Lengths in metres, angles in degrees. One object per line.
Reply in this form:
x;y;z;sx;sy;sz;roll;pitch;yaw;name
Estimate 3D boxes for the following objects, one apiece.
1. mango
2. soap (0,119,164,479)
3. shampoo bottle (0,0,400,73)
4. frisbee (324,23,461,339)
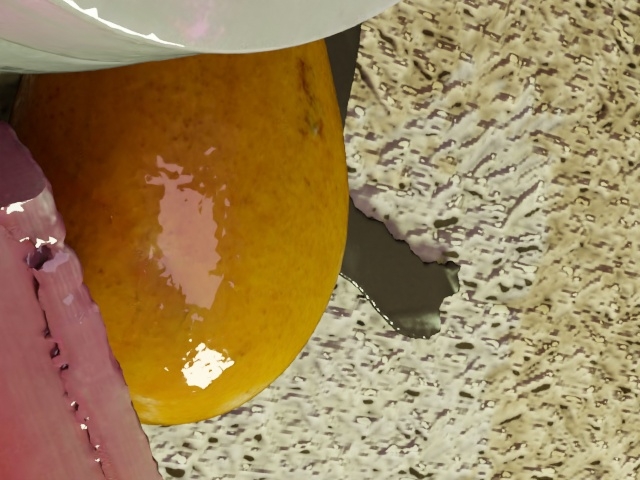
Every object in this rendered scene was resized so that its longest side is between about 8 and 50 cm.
-0.048;-0.038;0.633;0.141;0.102;0.217;12;80;-22;mango
-0.122;0.073;0.568;0.099;0.162;0.250;-33;120;-28;soap
-0.083;-0.182;0.466;0.273;0.266;0.273;-12;109;-38;shampoo bottle
0.000;0.000;0.750;0.187;0.012;0.211;38;76;-40;frisbee
